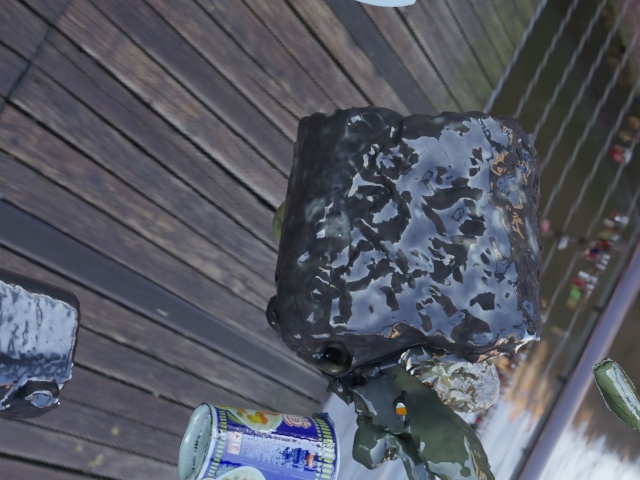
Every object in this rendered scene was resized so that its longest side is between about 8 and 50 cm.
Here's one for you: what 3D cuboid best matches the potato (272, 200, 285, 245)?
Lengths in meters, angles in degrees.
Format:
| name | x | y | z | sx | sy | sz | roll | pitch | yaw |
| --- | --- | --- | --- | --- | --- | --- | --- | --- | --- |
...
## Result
| name | x | y | z | sx | sy | sz | roll | pitch | yaw |
| --- | --- | --- | --- | --- | --- | --- | --- | --- | --- |
| potato | 0.000 | 0.000 | 1.745 | 0.157 | 0.194 | 0.157 | -26 | 173 | -4 |

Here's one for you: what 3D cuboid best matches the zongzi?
| name | x | y | z | sx | sy | sz | roll | pitch | yaw |
| --- | --- | --- | --- | --- | --- | --- | --- | --- | --- |
| zongzi | 0.480 | 0.249 | 1.429 | 0.052 | 0.113 | 0.104 | -32 | 112 | 4 |

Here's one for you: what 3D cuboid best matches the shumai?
| name | x | y | z | sx | sy | sz | roll | pitch | yaw |
| --- | --- | --- | --- | --- | --- | --- | --- | --- | --- |
| shumai | 0.237 | 0.270 | 1.785 | 0.153 | 0.209 | 0.161 | -15 | 132 | -50 |

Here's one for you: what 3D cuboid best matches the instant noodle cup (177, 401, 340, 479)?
| name | x | y | z | sx | sy | sz | roll | pitch | yaw |
| --- | --- | --- | --- | --- | --- | --- | --- | --- | --- |
| instant noodle cup | -0.153 | 0.504 | 2.098 | 0.312 | 0.284 | 0.284 | 19 | 96 | -23 |

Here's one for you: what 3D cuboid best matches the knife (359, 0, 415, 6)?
| name | x | y | z | sx | sy | sz | roll | pitch | yaw |
| --- | --- | --- | --- | --- | --- | --- | --- | --- | --- |
| knife | 0.030 | -0.413 | 1.376 | 0.260 | 0.034 | 0.063 | 27 | 83 | -16 |

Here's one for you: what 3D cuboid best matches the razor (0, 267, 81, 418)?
| name | x | y | z | sx | sy | sz | roll | pitch | yaw |
| --- | --- | --- | --- | --- | --- | --- | --- | --- | --- |
| razor | -0.443 | 0.099 | 1.049 | 0.326 | 0.107 | 0.189 | 22 | 58 | -39 |

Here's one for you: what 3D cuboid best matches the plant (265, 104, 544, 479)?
| name | x | y | z | sx | sy | sz | roll | pitch | yaw |
| --- | --- | --- | --- | --- | --- | --- | --- | --- | --- |
| plant | 0.068 | 0.057 | 0.731 | 0.215 | 0.213 | 0.312 | 7 | 89 | -82 |
